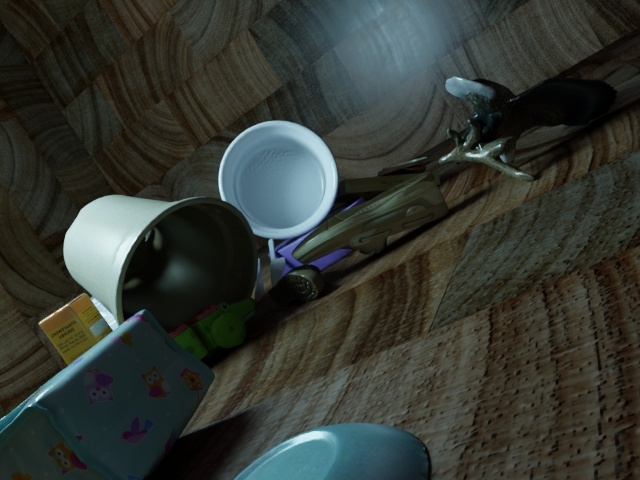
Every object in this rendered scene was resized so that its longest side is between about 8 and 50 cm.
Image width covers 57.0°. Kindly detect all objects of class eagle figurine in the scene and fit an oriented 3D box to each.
[{"bbox_3d":[0.352,-0.226,1.074,0.298,0.226,0.225,-40,-12,-23],"label":"eagle figurine"}]

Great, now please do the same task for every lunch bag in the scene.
[{"bbox_3d":[-0.280,0.234,0.675,0.262,0.160,0.223,-42,5,23],"label":"lunch bag"}]

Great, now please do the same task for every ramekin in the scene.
[{"bbox_3d":[-0.099,-0.137,1.425,0.277,0.277,0.135,-33,-2,-4],"label":"ramekin"}]

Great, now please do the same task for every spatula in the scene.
[{"bbox_3d":[-0.136,0.084,1.345,0.168,0.019,0.242,-56,16,13],"label":"spatula"}]

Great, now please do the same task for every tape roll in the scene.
[{"bbox_3d":[0.009,-0.001,1.452,0.275,0.090,0.275,-33,6,4],"label":"tape roll"}]

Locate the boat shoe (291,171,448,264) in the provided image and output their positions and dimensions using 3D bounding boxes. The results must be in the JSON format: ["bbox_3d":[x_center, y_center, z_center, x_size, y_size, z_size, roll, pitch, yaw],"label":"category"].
[{"bbox_3d":[0.091,-0.018,1.104,0.302,0.098,0.109,-28,11,7],"label":"boat shoe"}]

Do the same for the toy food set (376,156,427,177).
[{"bbox_3d":[0.212,-0.176,1.537,0.133,0.038,0.192,-16,1,2],"label":"toy food set"}]

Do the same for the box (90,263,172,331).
[{"bbox_3d":[-0.368,0.161,1.367,0.307,0.242,0.076,-33,-33,-2],"label":"box"}]

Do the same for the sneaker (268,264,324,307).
[{"bbox_3d":[-0.031,0.073,1.137,0.086,0.064,0.192,-41,6,-30],"label":"sneaker"}]

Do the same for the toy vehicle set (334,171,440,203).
[{"bbox_3d":[0.152,-0.135,1.532,0.267,0.035,0.166,-7,-4,-20],"label":"toy vehicle set"}]

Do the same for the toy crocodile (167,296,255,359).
[{"bbox_3d":[-0.244,0.192,1.070,0.115,0.105,0.340,-26,8,44],"label":"toy crocodile"}]

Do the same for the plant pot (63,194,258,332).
[{"bbox_3d":[-0.353,0.044,1.222,0.306,0.333,0.334,18,41,38],"label":"plant pot"}]

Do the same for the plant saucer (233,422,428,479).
[{"bbox_3d":[-0.022,0.174,0.390,0.195,0.037,0.195,-31,5,3],"label":"plant saucer"}]

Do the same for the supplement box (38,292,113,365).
[{"bbox_3d":[-0.419,0.221,1.113,0.078,0.233,0.080,-32,10,8],"label":"supplement box"}]
